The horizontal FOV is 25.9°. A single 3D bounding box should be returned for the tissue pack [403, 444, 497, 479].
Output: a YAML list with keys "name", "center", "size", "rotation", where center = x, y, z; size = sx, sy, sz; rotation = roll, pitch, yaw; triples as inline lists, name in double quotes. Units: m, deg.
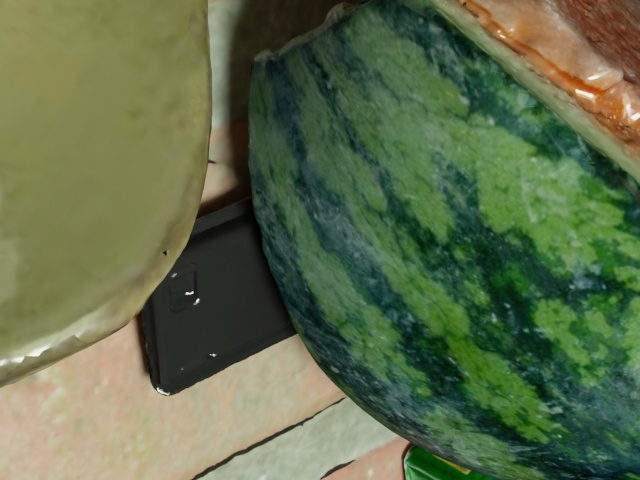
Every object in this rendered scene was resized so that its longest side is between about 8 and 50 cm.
- name: "tissue pack"
  center: [0.173, 0.151, 0.837]
  size: [0.148, 0.209, 0.156]
  rotation: [-25, 123, -33]

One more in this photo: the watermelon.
- name: "watermelon"
  center: [0.084, -0.021, 0.716]
  size: [0.250, 0.292, 0.283]
  rotation: [-34, 109, 21]

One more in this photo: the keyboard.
- name: "keyboard"
  center: [0.000, 0.000, 0.740]
  size: [0.230, 0.025, 0.093]
  rotation: [-24, 124, -34]

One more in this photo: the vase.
- name: "vase"
  center: [-0.158, -0.143, 0.385]
  size: [0.302, 0.241, 0.329]
  rotation: [49, 35, -27]
